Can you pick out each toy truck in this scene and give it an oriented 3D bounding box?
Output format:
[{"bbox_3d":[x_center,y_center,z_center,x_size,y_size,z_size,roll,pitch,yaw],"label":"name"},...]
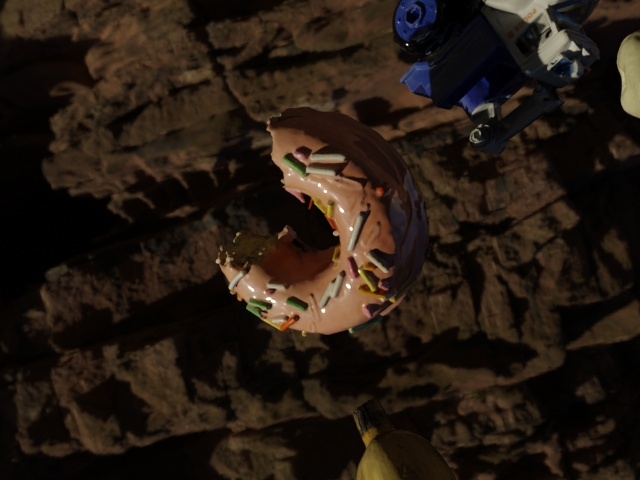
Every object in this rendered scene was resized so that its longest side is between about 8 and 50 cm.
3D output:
[{"bbox_3d":[0.195,-0.212,0.657,0.161,0.177,0.213,1,146,-43],"label":"toy truck"}]

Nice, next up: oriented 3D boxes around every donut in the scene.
[{"bbox_3d":[0.000,0.000,0.608,0.085,0.199,0.233,-37,155,-56],"label":"donut"}]

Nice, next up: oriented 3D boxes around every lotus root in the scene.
[{"bbox_3d":[0.143,0.424,1.108,0.183,0.310,0.182,-17,138,-15],"label":"lotus root"}]

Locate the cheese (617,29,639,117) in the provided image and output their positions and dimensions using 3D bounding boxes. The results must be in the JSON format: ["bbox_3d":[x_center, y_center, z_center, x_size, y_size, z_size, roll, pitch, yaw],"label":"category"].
[{"bbox_3d":[0.265,-0.097,0.336,0.194,0.065,0.043,0,149,16],"label":"cheese"}]
